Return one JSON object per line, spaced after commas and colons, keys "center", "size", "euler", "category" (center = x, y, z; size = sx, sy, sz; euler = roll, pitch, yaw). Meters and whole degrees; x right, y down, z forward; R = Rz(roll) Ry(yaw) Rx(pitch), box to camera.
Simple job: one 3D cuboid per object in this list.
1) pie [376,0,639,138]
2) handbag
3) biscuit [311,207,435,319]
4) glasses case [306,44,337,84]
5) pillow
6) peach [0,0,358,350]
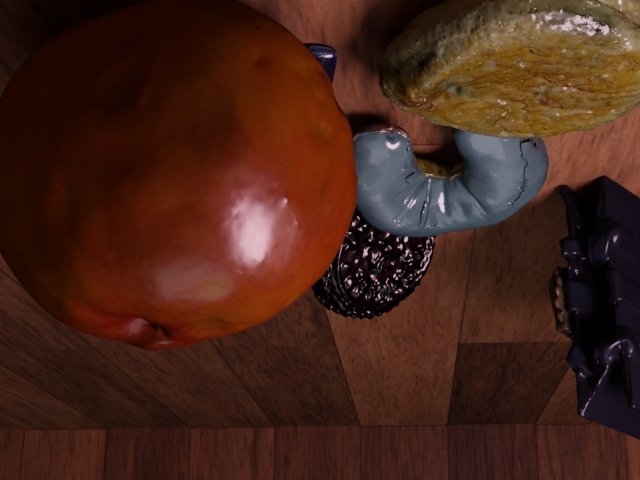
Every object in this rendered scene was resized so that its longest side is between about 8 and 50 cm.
{"center": [0.194, -0.168, 1.039], "size": [0.277, 0.079, 0.277], "euler": [-3, 166, -1], "category": "pie"}
{"center": [0.411, 0.102, 1.458], "size": [0.122, 0.303, 0.329], "euler": [-17, 155, 34], "category": "handbag"}
{"center": [0.066, 0.010, 1.398], "size": [0.194, 0.195, 0.053], "euler": [17, -175, -39], "category": "biscuit"}
{"center": [-0.003, -0.167, 1.105], "size": [0.033, 0.023, 0.083], "euler": [4, 161, -5], "category": "glasses case"}
{"center": [0.145, -0.076, 1.272], "size": [0.233, 0.086, 0.214], "euler": [-6, 151, 10], "category": "pillow"}
{"center": [-0.139, -0.051, 1.018], "size": [0.342, 0.302, 0.343], "euler": [-1, 162, 0], "category": "peach"}
